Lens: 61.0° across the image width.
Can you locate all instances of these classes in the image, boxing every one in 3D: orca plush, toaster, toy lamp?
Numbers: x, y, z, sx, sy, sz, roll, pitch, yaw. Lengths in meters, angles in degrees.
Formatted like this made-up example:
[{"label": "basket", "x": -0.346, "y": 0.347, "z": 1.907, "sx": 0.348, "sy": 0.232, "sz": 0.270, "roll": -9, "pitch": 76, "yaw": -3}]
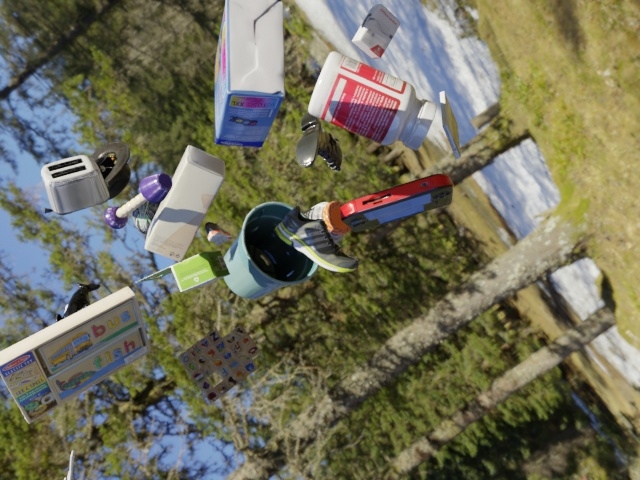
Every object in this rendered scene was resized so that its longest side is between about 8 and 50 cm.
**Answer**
[{"label": "orca plush", "x": -0.864, "y": 0.263, "z": 2.002, "sx": 0.151, "sy": 0.102, "sz": 0.287, "roll": 43, "pitch": -150, "yaw": -27}, {"label": "toaster", "x": -0.826, "y": -0.185, "z": 1.807, "sx": 0.129, "sy": 0.226, "sz": 0.147, "roll": 51, "pitch": 150, "yaw": 34}, {"label": "toy lamp", "x": -0.500, "y": -0.110, "z": 1.490, "sx": 0.080, "sy": 0.274, "sz": 0.080, "roll": 28, "pitch": -130, "yaw": -39}]

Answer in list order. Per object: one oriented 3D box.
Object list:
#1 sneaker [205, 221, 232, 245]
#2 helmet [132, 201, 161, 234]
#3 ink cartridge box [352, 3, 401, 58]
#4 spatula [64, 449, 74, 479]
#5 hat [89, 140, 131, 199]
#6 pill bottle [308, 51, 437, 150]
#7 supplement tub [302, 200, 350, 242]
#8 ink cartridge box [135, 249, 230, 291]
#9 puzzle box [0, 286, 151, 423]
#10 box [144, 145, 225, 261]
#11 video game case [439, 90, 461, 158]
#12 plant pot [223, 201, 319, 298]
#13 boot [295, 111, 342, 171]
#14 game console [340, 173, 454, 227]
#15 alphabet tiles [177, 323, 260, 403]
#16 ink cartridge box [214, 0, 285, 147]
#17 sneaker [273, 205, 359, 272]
[{"label": "sneaker", "x": -0.320, "y": -0.028, "z": 1.694, "sx": 0.065, "sy": 0.061, "sz": 0.158, "roll": 62, "pitch": 177, "yaw": 9}, {"label": "helmet", "x": -0.754, "y": -0.110, "z": 2.407, "sx": 0.169, "sy": 0.169, "sz": 0.162, "roll": 55, "pitch": 167, "yaw": 29}, {"label": "ink cartridge box", "x": 0.180, "y": -0.673, "z": 1.752, "sx": 0.099, "sy": 0.135, "sz": 0.056, "roll": 31, "pitch": 180, "yaw": -29}, {"label": "spatula", "x": -0.632, "y": 0.628, "z": 1.333, "sx": 0.019, "sy": 0.242, "sz": 0.168, "roll": 12, "pitch": -139, "yaw": -14}, {"label": "hat", "x": -0.908, "y": -0.267, "z": 2.319, "sx": 0.134, "sy": 0.331, "sz": 0.331, "roll": 54, "pitch": -178, "yaw": -45}, {"label": "pill bottle", "x": 0.181, "y": -0.470, "z": 1.881, "sx": 0.407, "sy": 0.229, "sz": 0.229, "roll": 22, "pitch": -173, "yaw": -3}, {"label": "supplement tub", "x": -0.013, "y": -0.054, "z": 2.453, "sx": 0.193, "sy": 0.316, "sz": 0.194, "roll": 18, "pitch": -119, "yaw": -35}, {"label": "ink cartridge box", "x": -0.458, "y": 0.125, "z": 1.835, "sx": 0.189, "sy": 0.255, "sz": 0.097, "roll": 3, "pitch": -116, "yaw": -85}, {"label": "puzzle box", "x": -0.720, "y": 0.338, "z": 1.625, "sx": 0.052, "sy": 0.408, "sz": 0.272, "roll": 34, "pitch": 140, "yaw": 35}, {"label": "box", "x": -0.406, "y": -0.109, "z": 1.628, "sx": 0.121, "sy": 0.311, "sz": 0.148, "roll": 24, "pitch": -157, "yaw": -22}, {"label": "video game case", "x": 0.480, "y": -0.426, "z": 2.007, "sx": 0.173, "sy": 0.022, "sz": 0.191, "roll": 50, "pitch": -145, "yaw": -44}, {"label": "plant pot", "x": -0.223, "y": 0.069, "z": 2.185, "sx": 0.341, "sy": 0.341, "sz": 0.334, "roll": 52, "pitch": 140, "yaw": -1}, {"label": "boot", "x": 0.013, "y": -0.324, "z": 1.988, "sx": 0.229, "sy": 0.091, "sz": 0.263, "roll": 43, "pitch": -137, "yaw": -46}, {"label": "game console", "x": 0.274, "y": -0.117, "z": 1.904, "sx": 0.342, "sy": 0.386, "sz": 0.060, "roll": 41, "pitch": -146, "yaw": -72}, {"label": "alphabet tiles", "x": -0.334, "y": 0.406, "z": 1.860, "sx": 0.198, "sy": 0.237, "sz": 0.009, "roll": 53, "pitch": 168, "yaw": 5}, {"label": "ink cartridge box", "x": -0.207, "y": -0.427, "z": 1.480, "sx": 0.395, "sy": 0.151, "sz": 0.270, "roll": 139, "pitch": 130, "yaw": -71}, {"label": "sneaker", "x": 0.000, "y": 0.000, "z": 1.749, "sx": 0.299, "sy": 0.121, "sz": 0.111, "roll": 31, "pitch": -165, "yaw": 0}]
